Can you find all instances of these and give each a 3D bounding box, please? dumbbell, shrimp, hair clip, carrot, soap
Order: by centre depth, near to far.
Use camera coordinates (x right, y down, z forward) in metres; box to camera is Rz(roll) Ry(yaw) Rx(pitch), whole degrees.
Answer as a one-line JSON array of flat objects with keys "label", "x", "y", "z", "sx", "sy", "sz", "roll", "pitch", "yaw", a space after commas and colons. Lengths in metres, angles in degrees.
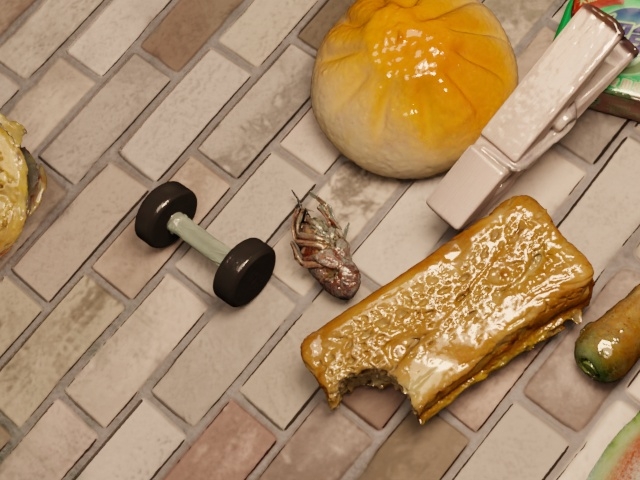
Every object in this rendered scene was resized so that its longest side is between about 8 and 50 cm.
[{"label": "carrot", "x": 0.442, "y": 0.068, "z": 1.330, "sx": 0.298, "sy": 0.078, "sz": 0.078, "roll": -40, "pitch": 67, "yaw": -12}, {"label": "hair clip", "x": 0.273, "y": -0.150, "z": 1.355, "sx": 0.085, "sy": 0.101, "sz": 0.331, "roll": 42, "pitch": 100, "yaw": 15}, {"label": "soap", "x": 0.459, "y": -0.248, "z": 1.422, "sx": 0.273, "sy": 0.098, "sz": 0.218, "roll": 20, "pitch": 77, "yaw": 18}, {"label": "shrimp", "x": 0.000, "y": 0.001, "z": 1.440, "sx": 0.073, "sy": 0.075, "sz": 0.190, "roll": -45, "pitch": 52, "yaw": 27}, {"label": "dumbbell", "x": -0.162, "y": 0.003, "z": 1.453, "sx": 0.191, "sy": 0.100, "sz": 0.100, "roll": 34, "pitch": 79, "yaw": 22}]

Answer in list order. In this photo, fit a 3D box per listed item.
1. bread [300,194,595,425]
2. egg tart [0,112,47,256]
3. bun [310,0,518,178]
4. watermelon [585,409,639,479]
[{"label": "bread", "x": 0.167, "y": 0.108, "z": 1.345, "sx": 0.380, "sy": 0.109, "sz": 0.185, "roll": -34, "pitch": 71, "yaw": -1}, {"label": "egg tart", "x": -0.545, "y": -0.085, "z": 1.560, "sx": 0.297, "sy": 0.132, "sz": 0.297, "roll": -1, "pitch": 85, "yaw": 10}, {"label": "bun", "x": 0.124, "y": -0.241, "z": 1.454, "sx": 0.299, "sy": 0.165, "sz": 0.299, "roll": -4, "pitch": 68, "yaw": 9}, {"label": "watermelon", "x": 0.396, "y": 0.322, "z": 1.158, "sx": 0.289, "sy": 0.214, "sz": 0.320, "roll": -27, "pitch": 78, "yaw": 2}]
